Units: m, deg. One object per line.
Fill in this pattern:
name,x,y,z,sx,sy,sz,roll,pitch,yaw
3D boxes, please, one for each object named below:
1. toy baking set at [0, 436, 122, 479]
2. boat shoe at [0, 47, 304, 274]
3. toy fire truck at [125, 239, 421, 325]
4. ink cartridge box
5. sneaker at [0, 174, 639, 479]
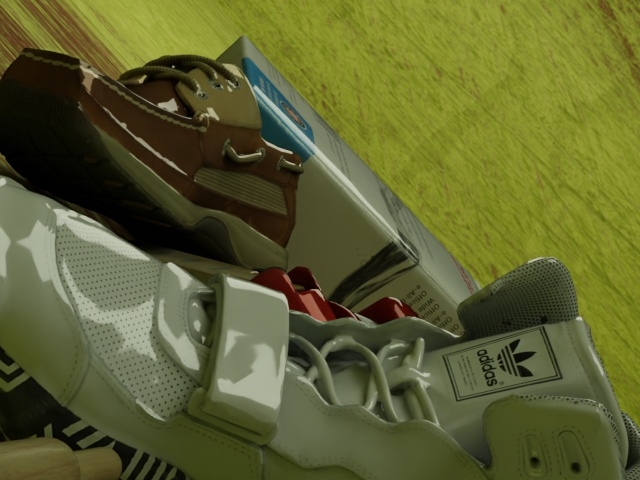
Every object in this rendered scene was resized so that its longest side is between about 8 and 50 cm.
toy baking set,-0.064,0.110,0.557,0.196,0.030,0.256,16,5,30
boat shoe,-0.100,-0.064,1.062,0.122,0.120,0.324,18,-9,22
toy fire truck,-0.009,0.075,1.013,0.246,0.158,0.217,61,12,16
ink cartridge box,0.000,0.000,1.350,0.307,0.129,0.223,45,9,-16
sneaker,0.006,0.063,0.758,0.366,0.210,0.137,45,21,-28
